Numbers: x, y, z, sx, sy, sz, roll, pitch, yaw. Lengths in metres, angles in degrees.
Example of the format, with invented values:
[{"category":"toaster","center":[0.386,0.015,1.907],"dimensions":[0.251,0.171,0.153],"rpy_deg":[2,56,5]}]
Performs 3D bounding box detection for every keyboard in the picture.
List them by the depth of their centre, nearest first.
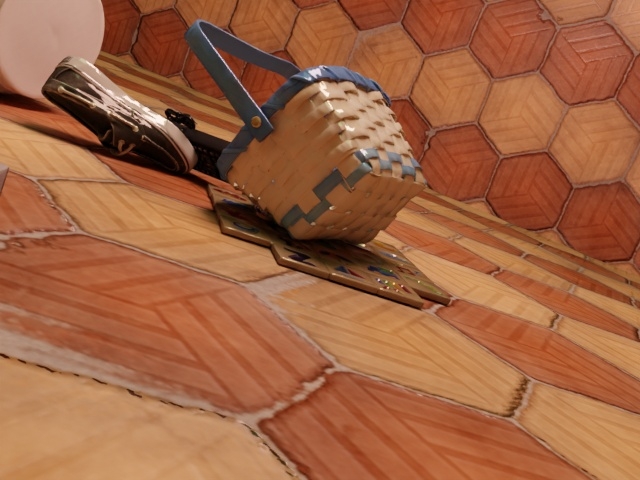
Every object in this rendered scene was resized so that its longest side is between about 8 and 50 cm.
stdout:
[{"category":"keyboard","center":[-0.190,-0.137,1.064],"dimensions":[0.180,0.108,0.023],"rpy_deg":[22,52,27]}]

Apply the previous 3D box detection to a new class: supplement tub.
[{"category":"supplement tub","center":[-0.504,-0.353,1.133],"dimensions":[0.316,0.228,0.228],"rpy_deg":[27,12,24]}]

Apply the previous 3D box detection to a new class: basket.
[{"category":"basket","center":[-0.024,-0.138,0.939],"dimensions":[0.255,0.201,0.288],"rpy_deg":[5,51,-59]}]

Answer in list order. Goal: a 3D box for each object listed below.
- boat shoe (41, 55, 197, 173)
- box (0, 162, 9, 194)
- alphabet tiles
[{"category":"boat shoe","center":[-0.267,-0.148,1.013],"dimensions":[0.219,0.070,0.078],"rpy_deg":[37,-33,-20]},{"category":"box","center":[-0.315,-0.048,0.510],"dimensions":[0.145,0.038,0.186],"rpy_deg":[20,12,-7]},{"category":"alphabet tiles","center":[0.000,0.000,0.963],"dimensions":[0.285,0.011,0.342],"rpy_deg":[18,11,-17]}]
